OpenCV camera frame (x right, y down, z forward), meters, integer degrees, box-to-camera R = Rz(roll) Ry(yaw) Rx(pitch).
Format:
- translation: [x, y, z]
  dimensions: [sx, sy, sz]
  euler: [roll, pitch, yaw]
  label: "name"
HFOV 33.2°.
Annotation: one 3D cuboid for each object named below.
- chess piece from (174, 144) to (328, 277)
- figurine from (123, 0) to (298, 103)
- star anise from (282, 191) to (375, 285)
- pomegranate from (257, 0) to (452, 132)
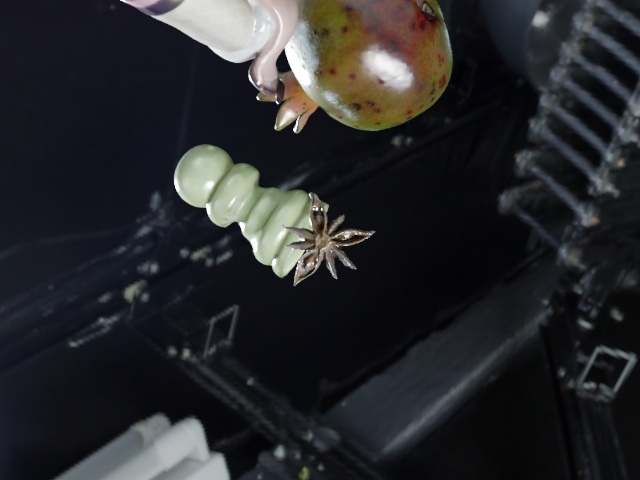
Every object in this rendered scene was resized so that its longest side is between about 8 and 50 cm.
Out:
- translation: [-0.130, -0.064, 1.784]
  dimensions: [0.251, 0.144, 0.144]
  euler: [32, -143, 6]
  label: "chess piece"
- translation: [-0.007, -0.321, 0.925]
  dimensions: [0.211, 0.361, 0.253]
  euler: [29, -154, -26]
  label: "figurine"
- translation: [-0.003, 0.011, 1.545]
  dimensions: [0.124, 0.129, 0.056]
  euler: [32, 179, 1]
  label: "star anise"
- translation: [0.065, -0.304, 1.763]
  dimensions: [0.291, 0.323, 0.290]
  euler: [12, -118, -23]
  label: "pomegranate"
